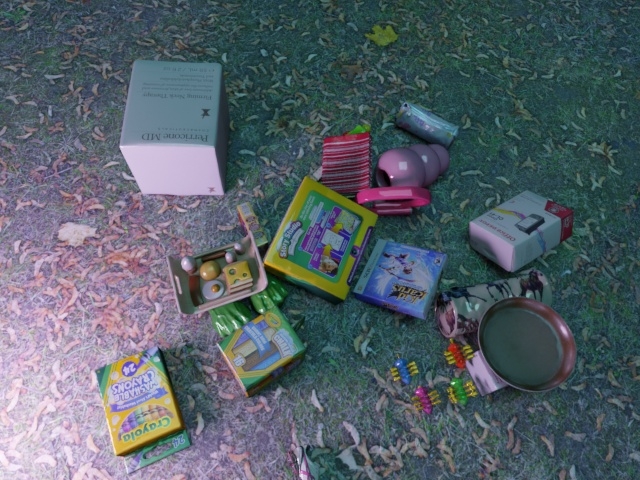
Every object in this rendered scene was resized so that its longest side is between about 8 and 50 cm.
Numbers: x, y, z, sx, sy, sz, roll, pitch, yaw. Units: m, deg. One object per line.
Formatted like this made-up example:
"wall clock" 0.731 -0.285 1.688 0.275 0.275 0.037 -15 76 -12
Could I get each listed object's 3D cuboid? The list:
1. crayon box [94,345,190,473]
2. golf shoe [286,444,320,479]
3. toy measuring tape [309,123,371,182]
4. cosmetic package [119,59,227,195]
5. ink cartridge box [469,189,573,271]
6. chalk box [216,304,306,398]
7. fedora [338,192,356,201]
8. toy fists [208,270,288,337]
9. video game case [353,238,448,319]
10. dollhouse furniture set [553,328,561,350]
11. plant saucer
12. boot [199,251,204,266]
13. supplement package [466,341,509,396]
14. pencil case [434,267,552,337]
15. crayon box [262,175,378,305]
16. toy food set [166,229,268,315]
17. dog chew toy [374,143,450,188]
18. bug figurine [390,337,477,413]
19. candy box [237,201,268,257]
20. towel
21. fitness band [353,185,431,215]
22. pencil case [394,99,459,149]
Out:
"crayon box" -0.554 0.520 1.515 0.203 0.083 0.323 -20 67 -14
"golf shoe" -0.031 0.714 1.471 0.085 0.067 0.186 -21 67 -16
"toy measuring tape" 0.091 -0.350 2.016 0.121 0.121 0.330 44 90 16
"cosmetic package" -0.529 -0.418 1.849 0.329 0.327 0.394 0 65 -5
"ink cartridge box" 0.754 -0.043 1.837 0.306 0.131 0.226 -26 38 -18
"chalk box" -0.160 0.347 1.581 0.288 0.180 0.179 -30 70 -17
"fedora" 0.107 -0.208 1.926 0.194 0.079 0.194 -7 48 8
"toy fists" -0.243 0.232 1.681 0.279 0.096 0.142 -31 57 -17
"video game case" 0.287 0.130 1.739 0.269 0.061 0.244 13 61 29
"dollhouse furniture set" 0.838 0.342 1.687 0.123 0.151 0.144 16 65 3
"plant saucer" 0.659 0.334 1.573 0.310 0.050 0.311 1 63 -1
"boot" -0.390 0.130 1.742 0.086 0.069 0.190 0 65 -20
"supplement package" 0.639 0.410 1.644 0.243 0.134 0.139 -17 65 -13
"pencil case" 0.610 0.211 1.727 0.410 0.160 0.184 -12 69 -10
"crayon box" 0.000 0.000 1.761 0.313 0.106 0.363 27 67 -7
"toy food set" -0.349 0.102 1.649 0.305 0.092 0.220 -18 63 -8
"dog chew toy" 0.380 -0.293 1.946 0.331 0.207 0.207 -24 68 -24
"bug figurine" 0.384 0.455 1.622 0.278 0.072 0.216 -15 61 1
"candy box" -0.250 -0.038 1.805 0.053 0.109 0.187 -23 67 -16
"towel" 0.102 -0.300 1.894 0.198 0.031 0.275 -4 63 13
"fitness band" 0.271 -0.147 1.841 0.290 0.209 0.054 -3 77 8
"pencil case" 0.459 -0.499 2.090 0.273 0.124 0.113 32 65 10
